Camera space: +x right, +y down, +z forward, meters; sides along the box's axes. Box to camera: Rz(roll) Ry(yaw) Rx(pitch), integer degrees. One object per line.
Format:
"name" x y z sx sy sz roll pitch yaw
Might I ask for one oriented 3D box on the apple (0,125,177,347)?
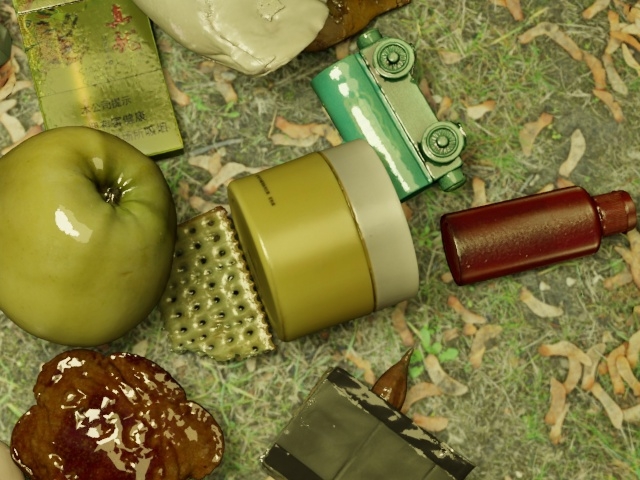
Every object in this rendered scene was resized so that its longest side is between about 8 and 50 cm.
"apple" -0.292 -0.006 1.424 0.263 0.262 0.262 1 80 -7

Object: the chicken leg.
"chicken leg" 0.032 -0.328 1.610 0.208 0.085 0.101 -22 69 -19

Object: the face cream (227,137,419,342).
"face cream" 0.000 0.000 1.475 0.179 0.218 0.218 -19 83 -9

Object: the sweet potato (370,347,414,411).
"sweet potato" 0.095 0.193 1.540 0.049 0.049 0.117 28 82 -2

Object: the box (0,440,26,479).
"box" -0.461 0.319 1.431 0.200 0.088 0.145 -14 81 -8

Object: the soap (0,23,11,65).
"soap" -0.590 -0.302 1.508 0.347 0.115 0.208 39 78 1

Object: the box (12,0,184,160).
"box" -0.305 -0.245 1.568 0.173 0.043 0.311 -14 82 -9

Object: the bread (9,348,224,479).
"bread" -0.263 0.255 1.442 0.247 0.135 0.232 36 78 0

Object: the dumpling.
"dumpling" -0.121 -0.364 1.521 0.260 0.181 0.341 -37 44 -26

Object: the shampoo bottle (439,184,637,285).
"shampoo bottle" 0.299 -0.015 1.592 0.260 0.064 0.102 -13 82 -9

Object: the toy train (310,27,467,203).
"toy train" 0.093 -0.158 1.582 0.159 0.101 0.248 -31 84 2

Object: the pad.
"pad" 0.060 0.289 1.511 0.233 0.022 0.174 35 97 -1

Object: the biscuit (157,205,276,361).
"biscuit" -0.153 0.069 1.524 0.144 0.016 0.203 -20 82 12
